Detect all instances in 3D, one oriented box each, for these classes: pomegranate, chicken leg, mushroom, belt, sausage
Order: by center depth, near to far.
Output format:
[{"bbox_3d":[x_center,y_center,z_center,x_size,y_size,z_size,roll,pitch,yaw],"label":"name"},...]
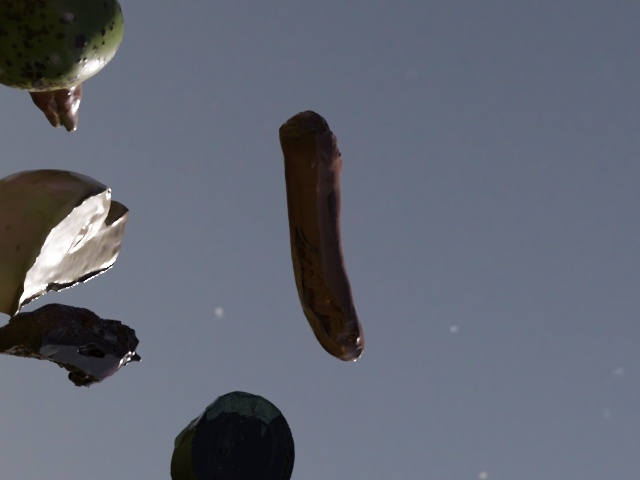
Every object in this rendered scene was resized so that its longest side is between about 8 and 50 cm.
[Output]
[{"bbox_3d":[-0.271,0.105,1.695,0.089,0.219,0.048,-58,-135,19],"label":"chicken leg"},{"bbox_3d":[0.000,0.000,1.900,0.078,0.078,0.304,24,-55,57],"label":"sausage"},{"bbox_3d":[-0.356,-0.039,2.082,0.173,0.236,0.162,33,-62,15],"label":"mushroom"},{"bbox_3d":[-0.115,0.285,2.198,0.151,0.198,0.078,36,-47,-9],"label":"belt"},{"bbox_3d":[-0.359,-0.257,2.213,0.214,0.214,0.248,39,-34,50],"label":"pomegranate"}]
